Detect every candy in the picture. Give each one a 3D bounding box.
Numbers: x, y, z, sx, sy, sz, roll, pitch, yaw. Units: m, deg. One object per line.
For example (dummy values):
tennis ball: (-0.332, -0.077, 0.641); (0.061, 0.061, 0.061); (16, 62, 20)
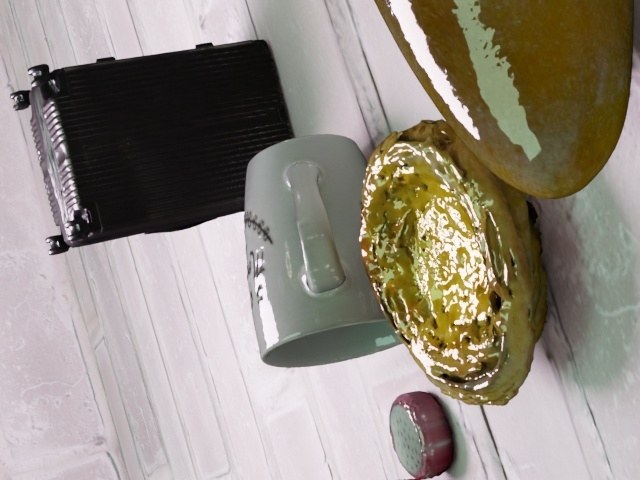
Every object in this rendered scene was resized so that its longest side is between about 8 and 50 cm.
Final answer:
candy: (0.116, 0.225, 1.538); (0.103, 0.043, 0.103); (167, 90, -71)

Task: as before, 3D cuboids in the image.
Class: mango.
mango: (0.134, -0.214, 1.016); (0.384, 0.199, 0.221); (70, 156, 12)

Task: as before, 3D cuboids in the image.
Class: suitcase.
suitcase: (-0.207, -0.126, 1.738); (0.152, 0.335, 0.229); (-20, 84, 64)

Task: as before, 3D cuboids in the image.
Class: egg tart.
egg tart: (0.138, 0.017, 1.283); (0.291, 0.107, 0.291); (37, 133, 53)

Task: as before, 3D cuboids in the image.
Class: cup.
cup: (0.000, 0.000, 1.475); (0.258, 0.186, 0.234); (77, -179, -75)

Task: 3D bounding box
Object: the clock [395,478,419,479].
clock: (0.140, 0.432, 1.552); (0.318, 0.080, 0.318); (167, 90, -69)
